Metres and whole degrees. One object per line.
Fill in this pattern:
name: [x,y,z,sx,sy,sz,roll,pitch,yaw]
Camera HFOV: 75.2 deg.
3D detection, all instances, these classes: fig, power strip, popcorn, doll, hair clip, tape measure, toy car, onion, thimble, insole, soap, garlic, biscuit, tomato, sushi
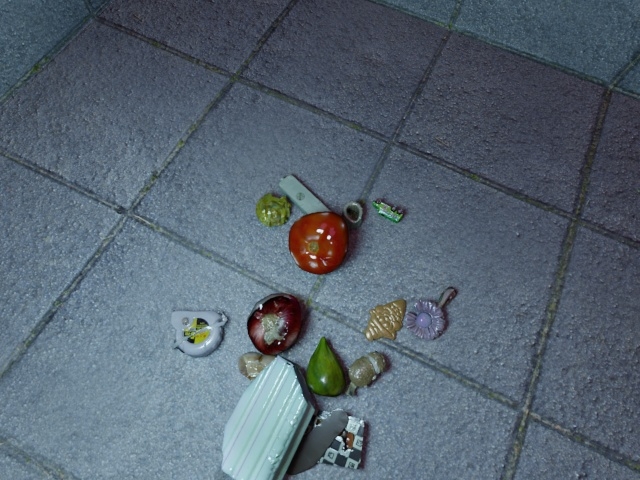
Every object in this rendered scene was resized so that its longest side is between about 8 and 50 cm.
fig: [0.007,0.530,1.685,0.167,0.167,0.234,-26,53,-13]
power strip: [-0.064,-0.182,2.046,0.091,0.062,0.385,-41,74,-18]
popcorn: [-0.224,-0.147,1.992,0.173,0.142,0.174,-9,45,9]
doll: [0.174,0.544,1.715,0.221,0.105,0.115,-39,115,-10]
hair clip: [0.510,0.307,1.851,0.173,0.069,0.300,42,71,15]
tape measure: [-0.512,0.387,1.741,0.235,0.120,0.197,-1,60,2]
toy car: [0.327,-0.144,2.045,0.165,0.071,0.063,28,82,9]
onion: [-0.177,0.361,1.755,0.271,0.195,0.272,-21,44,22]
thimble: [0.155,-0.123,2.014,0.102,0.090,0.115,-25,69,-13]
insole: [-0.018,0.781,1.611,0.327,0.007,0.111,-43,74,-4]
soap: [-0.189,0.676,1.562,0.261,0.156,0.447,19,75,30]
garlic: [-0.254,0.519,1.717,0.174,0.099,0.124,0,47,-7]
biscuit: [0.293,0.351,1.846,0.162,0.035,0.250,43,69,11]
tomato: [0.000,0.000,1.864,0.298,0.299,0.226,34,29,12]
sushi: [0.032,0.769,1.635,0.279,0.043,0.193,3,72,14]

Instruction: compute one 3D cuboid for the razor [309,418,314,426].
razor: [-0.123,0.724,1.644,0.189,0.033,0.066,-17,105,5]
